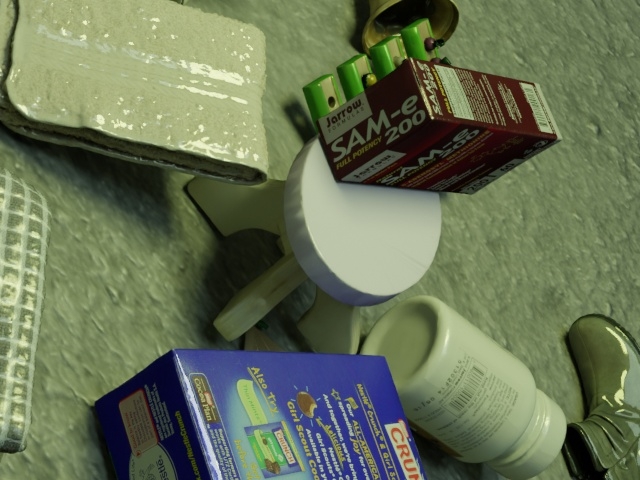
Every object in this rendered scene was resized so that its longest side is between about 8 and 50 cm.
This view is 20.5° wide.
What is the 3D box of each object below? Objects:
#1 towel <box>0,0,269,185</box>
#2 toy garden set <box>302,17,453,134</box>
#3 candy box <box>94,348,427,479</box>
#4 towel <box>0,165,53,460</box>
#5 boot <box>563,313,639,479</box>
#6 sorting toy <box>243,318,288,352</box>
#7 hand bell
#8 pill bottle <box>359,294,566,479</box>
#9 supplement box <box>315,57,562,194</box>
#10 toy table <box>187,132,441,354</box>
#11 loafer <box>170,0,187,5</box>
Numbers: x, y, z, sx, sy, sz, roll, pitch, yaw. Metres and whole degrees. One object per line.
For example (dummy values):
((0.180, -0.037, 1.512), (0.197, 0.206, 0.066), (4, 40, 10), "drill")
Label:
((-0.180, -0.163, 1.695), (0.282, 0.049, 0.187), (12, 56, -22), "towel")
((0.097, -0.129, 2.065), (0.244, 0.049, 0.203), (-36, 114, -46), "toy garden set")
((-0.028, 0.244, 1.625), (0.317, 0.122, 0.268), (7, 58, -51), "candy box")
((-0.331, 0.038, 1.378), (0.235, 0.121, 0.283), (30, 46, -38), "towel")
((0.353, 0.215, 2.199), (0.161, 0.083, 0.246), (-15, 78, -50), "boot")
((-0.056, 0.112, 1.785), (0.062, 0.012, 0.083), (38, 41, -36), "sorting toy")
((0.077, -0.353, 2.218), (0.126, 0.126, 0.242), (20, 41, -45), "hand bell")
((0.159, 0.168, 1.925), (0.229, 0.131, 0.131), (37, 42, -33), "pill bottle")
((0.123, -0.111, 1.777), (0.239, 0.130, 0.073), (4, 61, -51), "supplement box")
((0.000, 0.000, 1.789), (0.252, 0.161, 0.274), (58, 31, 1), "toy table")
((-0.177, -0.303, 1.884), (0.125, 0.045, 0.039), (55, 28, -6), "loafer")
